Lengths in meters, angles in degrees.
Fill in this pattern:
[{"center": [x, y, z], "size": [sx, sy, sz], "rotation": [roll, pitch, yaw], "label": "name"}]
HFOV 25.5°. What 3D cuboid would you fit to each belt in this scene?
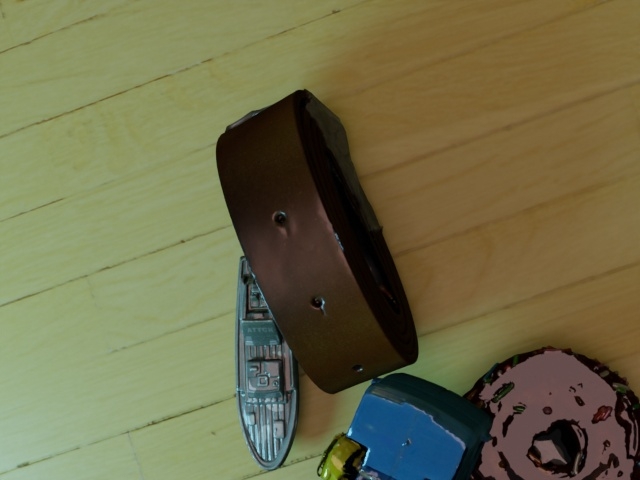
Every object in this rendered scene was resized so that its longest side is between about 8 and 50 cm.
[{"center": [0.000, 0.000, 1.609], "size": [0.122, 0.217, 0.338], "rotation": [-23, 91, 16], "label": "belt"}]

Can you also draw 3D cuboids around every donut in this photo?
[{"center": [0.268, 0.236, 1.628], "size": [0.235, 0.089, 0.235], "rotation": [0, 91, 11], "label": "donut"}]

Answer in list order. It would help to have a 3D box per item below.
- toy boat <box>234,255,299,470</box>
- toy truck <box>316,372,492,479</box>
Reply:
[{"center": [-0.066, 0.146, 1.686], "size": [0.078, 0.085, 0.260], "rotation": [-2, 91, 9], "label": "toy boat"}, {"center": [0.061, 0.330, 1.586], "size": [0.161, 0.162, 0.384], "rotation": [25, 112, 15], "label": "toy truck"}]
